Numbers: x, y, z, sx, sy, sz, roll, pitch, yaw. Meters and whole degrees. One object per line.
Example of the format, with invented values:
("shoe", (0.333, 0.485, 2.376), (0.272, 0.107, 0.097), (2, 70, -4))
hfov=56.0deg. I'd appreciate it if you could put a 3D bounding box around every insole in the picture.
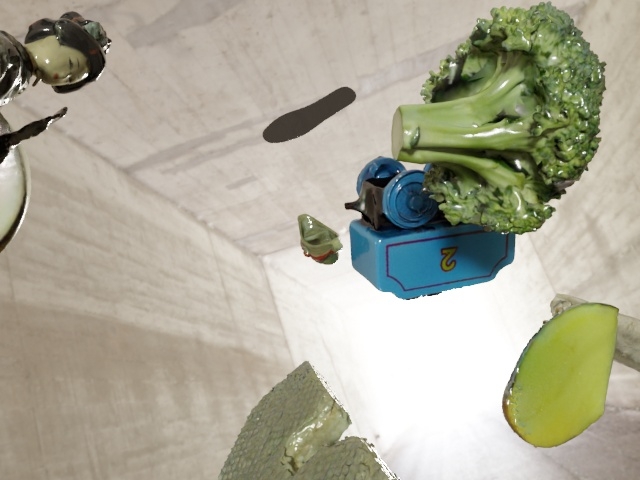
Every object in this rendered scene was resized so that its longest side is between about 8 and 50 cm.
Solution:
("insole", (-0.016, -0.185, 0.893), (0.153, 0.053, 0.002), (-32, -28, -5))

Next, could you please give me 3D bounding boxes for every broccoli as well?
("broccoli", (0.232, -0.152, 0.801), (0.260, 0.287, 0.235), (1, 6, 17))

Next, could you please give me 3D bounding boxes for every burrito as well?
("burrito", (0.449, 0.153, 0.862), (0.059, 0.276, 0.082), (-59, -9, -71))

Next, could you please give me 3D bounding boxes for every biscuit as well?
("biscuit", (-0.023, 0.200, 0.519), (0.147, 0.046, 0.250), (-44, 17, -3))

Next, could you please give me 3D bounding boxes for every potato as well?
("potato", (0.292, 0.158, 0.736), (0.197, 0.120, 0.054), (-61, 1, -11))

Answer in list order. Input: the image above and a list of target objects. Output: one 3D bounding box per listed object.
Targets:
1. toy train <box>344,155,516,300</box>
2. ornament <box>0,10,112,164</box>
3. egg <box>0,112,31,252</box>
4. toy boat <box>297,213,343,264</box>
("toy train", (0.203, -0.029, 1.144), (0.301, 0.264, 0.188), (-9, 20, -16))
("ornament", (-0.193, -0.064, 0.339), (0.196, 0.153, 0.166), (-38, 11, -33))
("egg", (-0.538, -0.090, 0.878), (0.264, 0.286, 0.174), (-38, 1, -2))
("toy boat", (0.001, 0.001, 1.261), (0.089, 0.071, 0.185), (-22, 30, -18))
